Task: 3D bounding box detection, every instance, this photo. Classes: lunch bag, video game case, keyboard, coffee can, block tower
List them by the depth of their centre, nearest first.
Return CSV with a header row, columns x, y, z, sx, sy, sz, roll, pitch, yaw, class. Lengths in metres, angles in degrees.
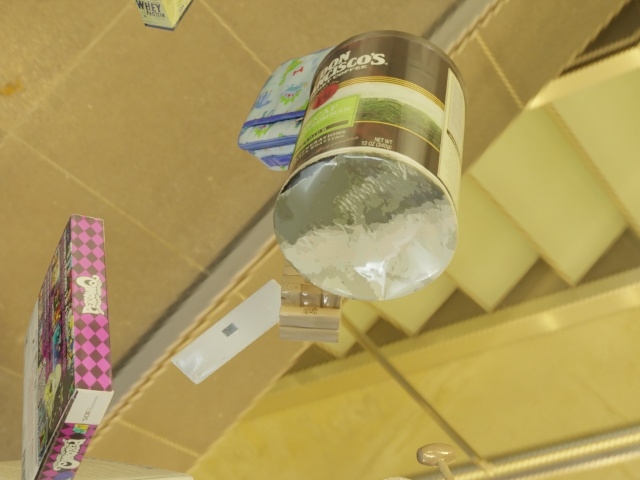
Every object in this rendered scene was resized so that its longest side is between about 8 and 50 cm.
x,y,z,sx,sy,sz,roll,pitch,yaw,class
-0.263,0.126,1.057,0.041,0.232,0.210,11,130,-24,video game case
0.067,-0.093,1.206,0.201,0.275,0.202,5,128,6,coffee can
-0.014,-0.186,1.488,0.090,0.219,0.176,37,68,-31,lunch bag
0.000,0.000,1.591,0.097,0.335,0.091,4,135,1,block tower
-0.159,0.169,1.889,0.256,0.014,0.072,-38,104,15,keyboard

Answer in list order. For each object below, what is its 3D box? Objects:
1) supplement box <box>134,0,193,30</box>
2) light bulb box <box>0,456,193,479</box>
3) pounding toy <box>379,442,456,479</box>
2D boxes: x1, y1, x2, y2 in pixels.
x,y,z,sx,sy,sz,roll,pitch,yaw,class
-0.250,-0.395,1.643,0.083,0.056,0.083,72,37,-53,supplement box
-0.377,0.479,1.366,0.361,0.225,0.358,17,77,-60,light bulb box
0.136,0.440,1.578,0.154,0.270,0.155,7,158,-12,pounding toy
